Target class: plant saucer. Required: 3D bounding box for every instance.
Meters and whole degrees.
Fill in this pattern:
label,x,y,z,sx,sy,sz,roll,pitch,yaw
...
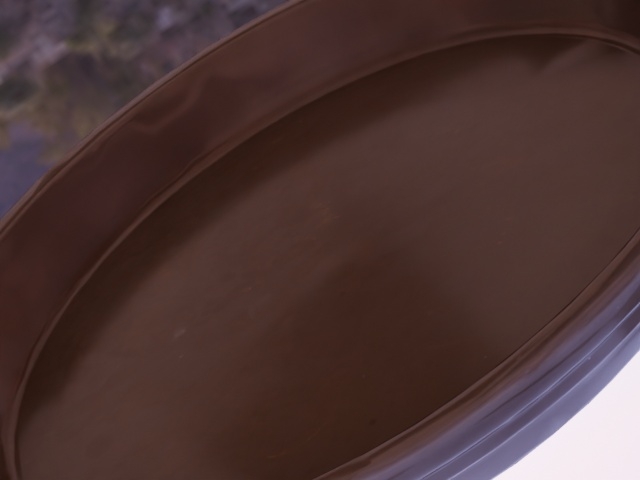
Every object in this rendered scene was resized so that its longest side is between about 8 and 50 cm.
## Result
label,x,y,z,sx,sy,sz,roll,pitch,yaw
plant saucer,0.000,0.000,0.530,0.278,0.041,0.278,-24,-150,15
